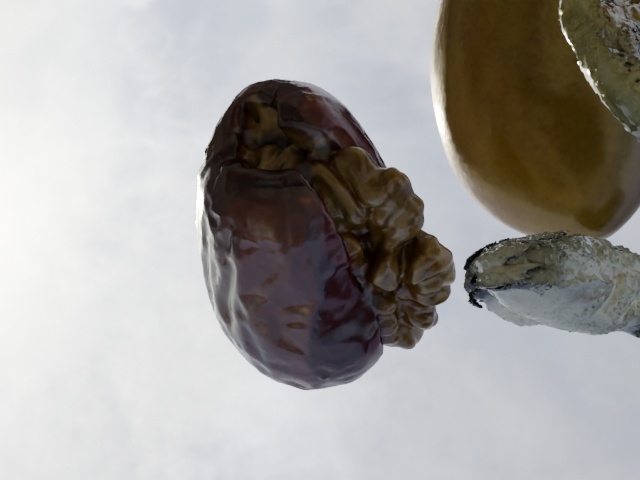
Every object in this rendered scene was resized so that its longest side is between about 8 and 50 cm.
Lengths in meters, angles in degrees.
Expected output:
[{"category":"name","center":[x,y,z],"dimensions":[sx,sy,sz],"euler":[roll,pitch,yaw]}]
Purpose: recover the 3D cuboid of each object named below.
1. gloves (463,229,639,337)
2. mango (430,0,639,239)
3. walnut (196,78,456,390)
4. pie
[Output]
[{"category":"gloves","center":[0.167,0.029,0.661],"dimensions":[0.114,0.153,0.070],"euler":[1,-97,56]},{"category":"mango","center":[0.288,-0.206,1.155],"dimensions":[0.300,0.232,0.445],"euler":[-3,-106,6]},{"category":"walnut","center":[0.000,0.000,0.856],"dimensions":[0.244,0.269,0.222],"euler":[18,-125,32]},{"category":"pie","center":[0.316,-0.142,0.788],"dimensions":[0.055,0.274,0.274],"euler":[-54,-152,41]}]
